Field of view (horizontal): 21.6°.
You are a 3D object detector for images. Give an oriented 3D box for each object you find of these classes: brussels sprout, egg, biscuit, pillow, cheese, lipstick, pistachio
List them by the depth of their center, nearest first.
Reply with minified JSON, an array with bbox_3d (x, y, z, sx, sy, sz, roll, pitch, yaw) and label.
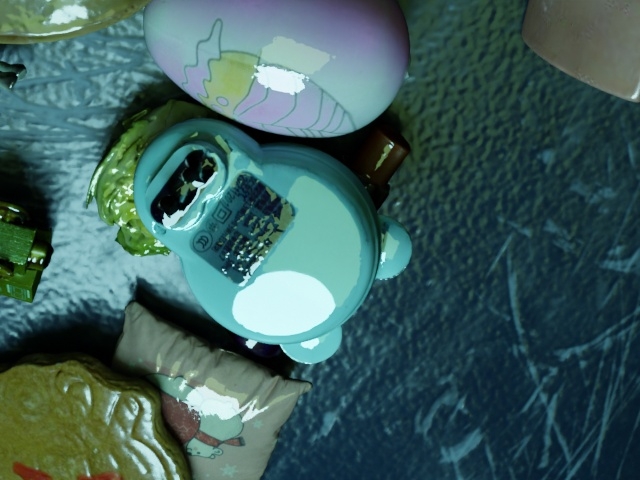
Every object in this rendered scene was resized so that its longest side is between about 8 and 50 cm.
[{"bbox_3d":[-0.262,-0.291,1.665,0.260,0.163,0.212,-42,69,-3],"label":"pistachio"},{"bbox_3d":[-0.044,-0.203,1.705,0.271,0.196,0.196,5,112,-13],"label":"egg"},{"bbox_3d":[0.302,-0.245,1.752,0.177,0.203,0.128,22,117,23],"label":"cheese"},{"bbox_3d":[-0.172,-0.068,1.812,0.139,0.100,0.181,27,92,-14],"label":"brussels sprout"},{"bbox_3d":[0.000,0.000,1.850,0.081,0.081,0.299,33,107,-14],"label":"lipstick"},{"bbox_3d":[-0.277,0.247,1.905,0.273,0.049,0.257,-1,113,23],"label":"biscuit"},{"bbox_3d":[-0.152,0.201,1.917,0.236,0.084,0.223,21,115,-2],"label":"pillow"}]

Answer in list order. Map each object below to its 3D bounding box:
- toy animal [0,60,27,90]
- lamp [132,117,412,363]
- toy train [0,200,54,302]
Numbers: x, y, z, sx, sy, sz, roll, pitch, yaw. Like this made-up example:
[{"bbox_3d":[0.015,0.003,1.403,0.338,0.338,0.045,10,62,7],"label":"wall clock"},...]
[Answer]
[{"bbox_3d":[-0.393,-0.188,1.762,0.170,0.090,0.255,12,106,6],"label":"toy animal"},{"bbox_3d":[-0.063,-0.012,1.737,0.284,0.147,0.209,33,104,-21],"label":"lamp"},{"bbox_3d":[-0.398,-0.005,1.808,0.226,0.137,0.090,17,72,-3],"label":"toy train"}]
